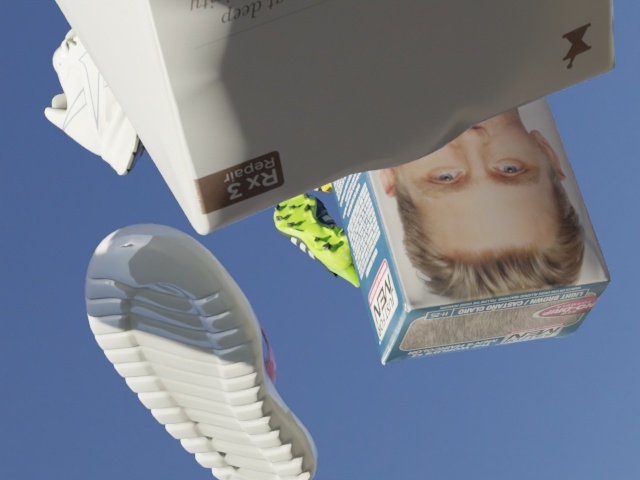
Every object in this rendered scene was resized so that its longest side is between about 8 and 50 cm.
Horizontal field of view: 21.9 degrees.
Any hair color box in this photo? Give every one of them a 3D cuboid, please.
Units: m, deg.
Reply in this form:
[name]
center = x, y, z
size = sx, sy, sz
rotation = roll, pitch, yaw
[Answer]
[hair color box]
center = 0.096, -0.084, 1.359
size = 0.174, 0.347, 0.105
rotation = -8, -27, -15

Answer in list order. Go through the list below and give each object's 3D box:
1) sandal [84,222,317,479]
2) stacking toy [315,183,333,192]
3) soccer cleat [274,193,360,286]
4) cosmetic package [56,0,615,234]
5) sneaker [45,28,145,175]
[sandal]
center = -0.109, 0.104, 1.596
size = 0.416, 0.169, 0.102
rotation = 71, -152, -47
[stacking toy]
center = -0.008, -0.087, 2.037
size = 0.167, 0.221, 0.052
rotation = 10, -88, -61
[soccer cleat]
center = 0.000, 0.000, 1.855
size = 0.060, 0.179, 0.072
rotation = -36, -58, -8
[cosmetic package]
center = -0.044, -0.197, 0.811
size = 0.217, 0.385, 0.156
rotation = -24, -47, -14
[sneaker]
center = -0.216, -0.198, 1.745
size = 0.111, 0.129, 0.297
rotation = -66, 1, -51
